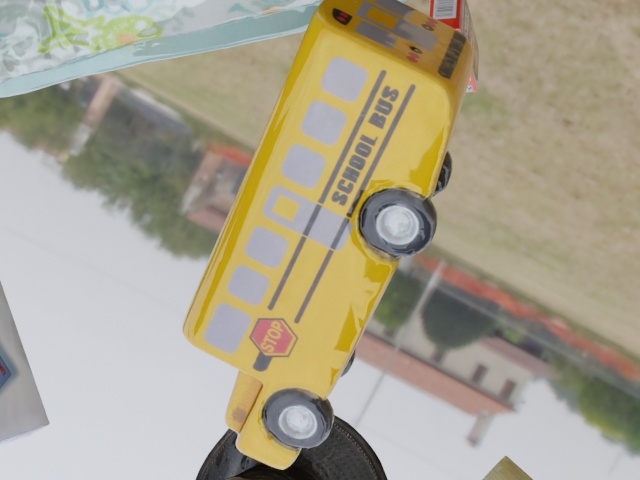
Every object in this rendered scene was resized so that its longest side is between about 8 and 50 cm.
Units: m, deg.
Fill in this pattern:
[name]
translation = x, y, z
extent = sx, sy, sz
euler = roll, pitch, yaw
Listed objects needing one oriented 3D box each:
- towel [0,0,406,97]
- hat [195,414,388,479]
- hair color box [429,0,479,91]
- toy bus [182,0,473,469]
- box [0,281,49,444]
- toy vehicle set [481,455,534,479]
[towel]
translation = -0.100, -0.244, 0.771
extent = 0.320, 0.374, 0.090
euler = 85, 167, -58
[hat]
translation = -0.075, 0.331, 1.298
extent = 0.134, 0.331, 0.331
euler = 6, -164, -47
[hair color box]
translation = 0.172, -0.256, 1.593
extent = 0.043, 0.072, 0.141
euler = -1, 154, 15
[toy bus]
translation = 0.000, 0.000, 0.878
extent = 0.130, 0.333, 0.108
euler = 25, -151, 0
[box]
translation = -0.292, 0.038, 0.816
extent = 0.159, 0.233, 0.044
euler = -14, 170, -40
[toy vehicle set]
translation = 0.277, 0.323, 1.175
extent = 0.166, 0.035, 0.267
euler = 43, 180, -41
